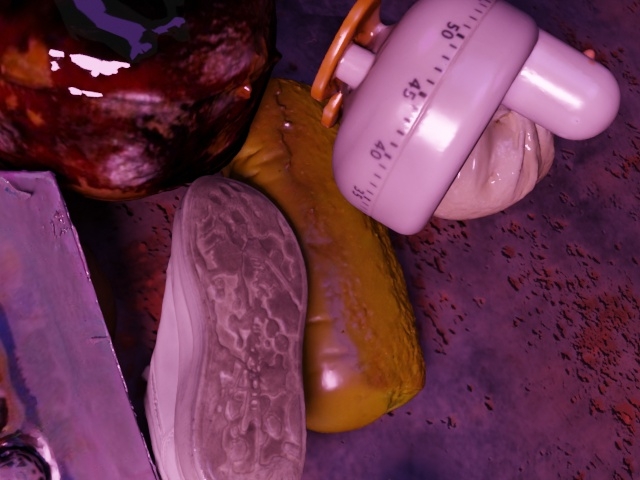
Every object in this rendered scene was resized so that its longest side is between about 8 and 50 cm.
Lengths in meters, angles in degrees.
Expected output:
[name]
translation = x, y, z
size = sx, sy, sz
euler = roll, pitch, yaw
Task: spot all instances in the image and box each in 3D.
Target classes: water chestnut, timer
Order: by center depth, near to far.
[water chestnut]
translation = -0.184, -0.224, 0.751
size = 0.335, 0.347, 0.335
euler = 6, 47, -6
[timer]
translation = 0.126, -0.110, 0.791
size = 0.240, 0.233, 0.233
euler = 31, 56, 6

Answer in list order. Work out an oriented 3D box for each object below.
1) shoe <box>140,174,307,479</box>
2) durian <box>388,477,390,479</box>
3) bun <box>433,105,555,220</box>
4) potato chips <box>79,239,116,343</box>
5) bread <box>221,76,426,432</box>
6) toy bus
[shoe]
translation = -0.097, 0.103, 0.757
size = 0.124, 0.159, 0.316
euler = 16, 48, -25
[durian]
translation = 0.020, 0.313, 0.754
size = 0.224, 0.078, 0.140
euler = -29, 92, -22
[bun]
translation = 0.168, -0.150, 0.998
size = 0.259, 0.160, 0.259
euler = 12, 60, -21
[potato chips]
translation = -0.275, 0.066, 0.747
size = 0.208, 0.062, 0.195
euler = -21, 78, -33
[bread]
translation = 0.000, 0.000, 0.873
size = 0.166, 0.112, 0.383
euler = -3, 66, -26
[toy bus]
translation = -0.229, 0.096, 0.670
size = 0.138, 0.112, 0.317
euler = -19, 96, -35
